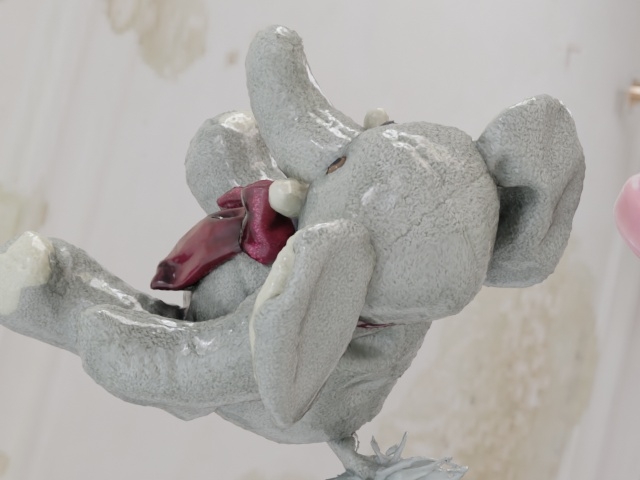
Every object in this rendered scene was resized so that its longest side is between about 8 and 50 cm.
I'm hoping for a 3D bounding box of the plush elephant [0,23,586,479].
[{"bbox_3d":[0.000,0.000,0.926,0.272,0.330,0.255,-28,-25,-43],"label":"plush elephant"}]

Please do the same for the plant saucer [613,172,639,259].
[{"bbox_3d":[0.359,0.019,1.022,0.332,0.332,0.084,-7,-54,-58],"label":"plant saucer"}]
